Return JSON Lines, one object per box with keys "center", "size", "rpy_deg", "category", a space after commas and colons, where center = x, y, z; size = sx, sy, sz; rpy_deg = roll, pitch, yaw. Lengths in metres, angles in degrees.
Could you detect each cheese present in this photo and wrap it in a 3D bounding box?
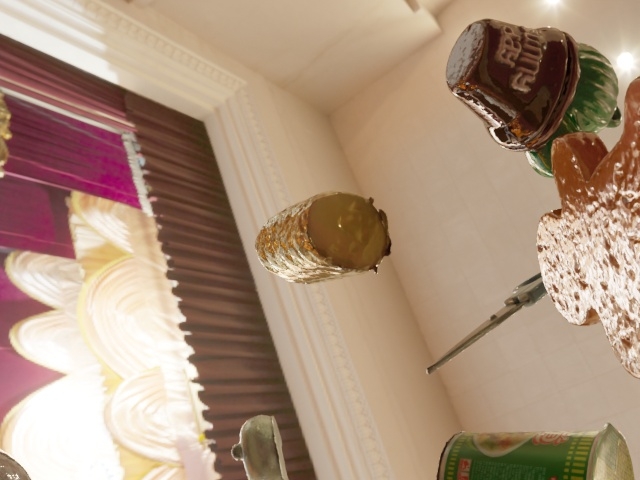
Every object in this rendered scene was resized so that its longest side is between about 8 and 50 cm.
{"center": [0.000, 0.000, 0.757], "size": [0.167, 0.123, 0.093], "rpy_deg": [-20, -124, 63], "category": "cheese"}

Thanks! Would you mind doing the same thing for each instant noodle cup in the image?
{"center": [0.307, 0.361, 0.881], "size": [0.233, 0.207, 0.206], "rpy_deg": [-8, -104, 42], "category": "instant noodle cup"}

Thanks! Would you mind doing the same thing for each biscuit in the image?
{"center": [0.191, 0.002, 0.378], "size": [0.036, 0.250, 0.165], "rpy_deg": [-13, -104, 0], "category": "biscuit"}

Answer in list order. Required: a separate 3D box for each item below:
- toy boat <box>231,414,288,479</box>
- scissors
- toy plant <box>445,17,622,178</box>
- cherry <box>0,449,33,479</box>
{"center": [-0.104, 0.379, 1.063], "size": [0.079, 0.207, 0.134], "rpy_deg": [-10, -119, -2], "category": "toy boat"}
{"center": [0.334, 0.125, 1.080], "size": [0.029, 0.447, 0.192], "rpy_deg": [59, -34, 6], "category": "scissors"}
{"center": [0.214, -0.131, 0.573], "size": [0.105, 0.201, 0.142], "rpy_deg": [-30, -134, 61], "category": "toy plant"}
{"center": [-0.622, 0.473, 1.045], "size": [0.218, 0.296, 0.255], "rpy_deg": [-40, -114, -2], "category": "cherry"}
